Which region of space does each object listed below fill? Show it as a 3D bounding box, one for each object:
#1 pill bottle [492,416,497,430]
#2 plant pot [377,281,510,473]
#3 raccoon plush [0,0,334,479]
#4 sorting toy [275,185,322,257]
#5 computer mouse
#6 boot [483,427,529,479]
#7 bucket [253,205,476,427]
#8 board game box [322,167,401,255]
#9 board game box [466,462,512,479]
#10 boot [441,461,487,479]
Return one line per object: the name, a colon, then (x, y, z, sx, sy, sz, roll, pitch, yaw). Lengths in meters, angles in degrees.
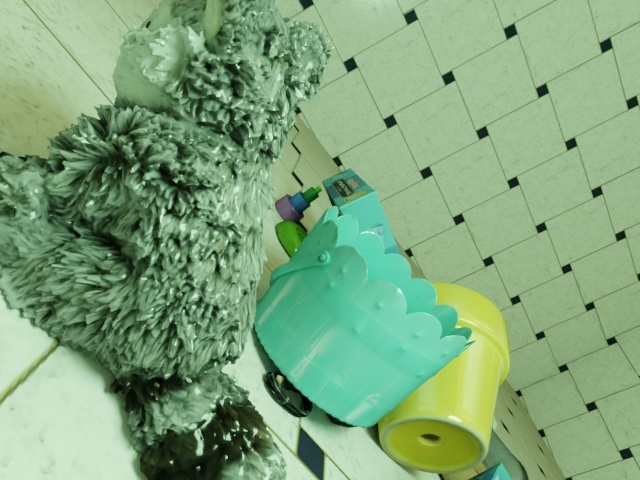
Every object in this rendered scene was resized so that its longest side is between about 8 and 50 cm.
pill bottle: (0.489, 0.531, 1.525, 0.116, 0.065, 0.065, 47, 15, -26)
plant pot: (0.192, 0.239, 0.849, 0.254, 0.254, 0.239, 49, 33, -23)
raccoon plush: (-0.054, -0.001, 0.436, 0.446, 0.299, 0.216, 54, 13, -2)
sorting toy: (0.000, 0.000, 1.009, 0.127, 0.126, 0.365, 44, 18, -38)
computer mouse: (0.008, 0.213, 0.691, 0.242, 0.041, 0.071, 36, 23, -52)
boot: (0.320, 0.427, 1.143, 0.223, 0.118, 0.338, 49, 3, -10)
bucket: (0.053, 0.105, 0.707, 0.281, 0.183, 0.281, 40, 11, -10)
board game box: (0.116, 0.030, 1.091, 0.254, 0.079, 0.336, -113, 178, -71)
board game box: (0.156, 0.346, 0.615, 0.047, 0.160, 0.210, 61, 15, 24)
boot: (0.273, 0.487, 0.861, 0.236, 0.089, 0.269, 38, 14, -34)
